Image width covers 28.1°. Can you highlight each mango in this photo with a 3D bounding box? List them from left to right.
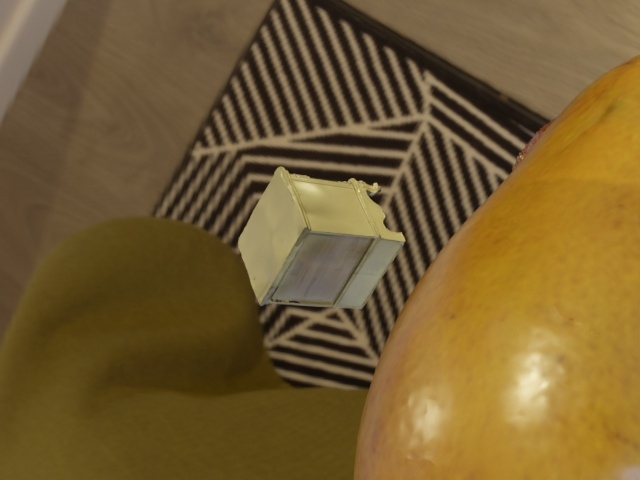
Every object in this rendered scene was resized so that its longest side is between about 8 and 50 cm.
[{"bbox_3d":[0.161,0.074,0.697,0.221,0.264,0.378,5,65,46],"label":"mango"}]

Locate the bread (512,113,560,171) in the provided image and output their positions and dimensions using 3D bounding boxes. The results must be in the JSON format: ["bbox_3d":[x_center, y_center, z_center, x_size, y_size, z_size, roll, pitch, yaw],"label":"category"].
[{"bbox_3d":[0.232,-0.066,0.973,0.193,0.193,0.064,-27,69,24],"label":"bread"}]

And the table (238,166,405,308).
[{"bbox_3d":[0.000,0.000,0.889,0.079,0.083,0.062,-59,38,36],"label":"table"}]
